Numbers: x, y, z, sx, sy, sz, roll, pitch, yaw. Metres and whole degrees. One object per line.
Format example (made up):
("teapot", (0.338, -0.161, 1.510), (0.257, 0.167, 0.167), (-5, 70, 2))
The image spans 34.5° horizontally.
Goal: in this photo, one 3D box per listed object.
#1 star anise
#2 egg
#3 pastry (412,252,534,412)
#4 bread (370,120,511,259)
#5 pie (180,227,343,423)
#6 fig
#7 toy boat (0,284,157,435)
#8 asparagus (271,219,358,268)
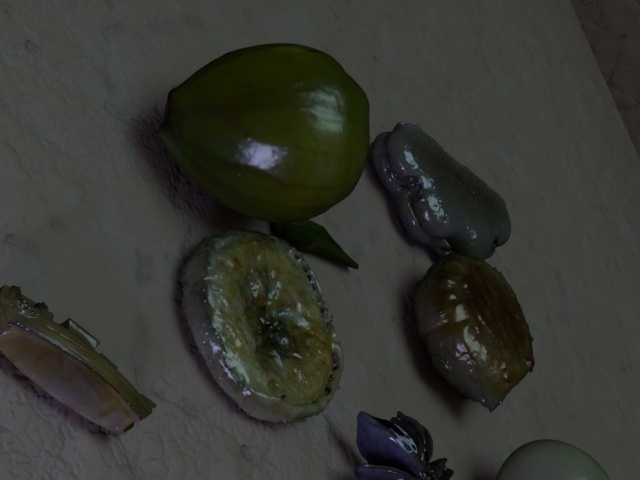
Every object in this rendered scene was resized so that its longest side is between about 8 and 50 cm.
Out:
("star anise", (0.105, 0.320, 1.349), (0.236, 0.093, 0.229), (-33, 99, -55))
("egg", (0.358, 0.415, 1.539), (0.241, 0.186, 0.186), (63, 31, -3))
("pastry", (0.239, 0.141, 1.658), (0.235, 0.121, 0.257), (56, 33, 0))
("bread", (0.216, -0.058, 1.798), (0.337, 0.102, 0.183), (35, 39, -35))
("pie", (-0.067, 0.101, 1.301), (0.274, 0.055, 0.274), (35, 40, -36))
("fig", (-0.075, -0.141, 1.321), (0.271, 0.239, 0.239), (4, 59, -30))
("toy boat", (-0.247, 0.120, 1.022), (0.206, 0.064, 0.072), (46, 16, -27))
("asparagus", (0.000, 0.000, 1.494), (0.178, 0.041, 0.045), (26, 54, -45))
